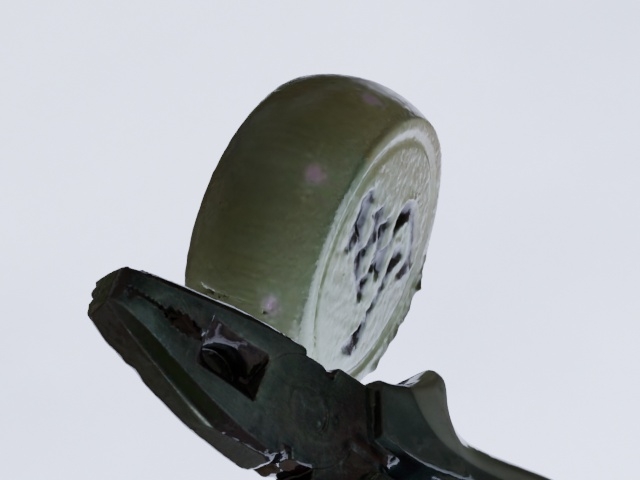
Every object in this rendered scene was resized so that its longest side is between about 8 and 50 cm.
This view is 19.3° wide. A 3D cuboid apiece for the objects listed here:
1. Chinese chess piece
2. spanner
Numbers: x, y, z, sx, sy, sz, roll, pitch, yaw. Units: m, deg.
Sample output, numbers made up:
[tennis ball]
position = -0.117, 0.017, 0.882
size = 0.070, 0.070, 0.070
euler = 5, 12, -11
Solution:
[Chinese chess piece]
position = 0.000, 0.000, 1.399
size = 0.101, 0.250, 0.250
euler = 20, -123, 22
[spanner]
position = 0.047, 0.106, 0.676
size = 0.040, 0.325, 0.095
euler = -30, -148, 42
